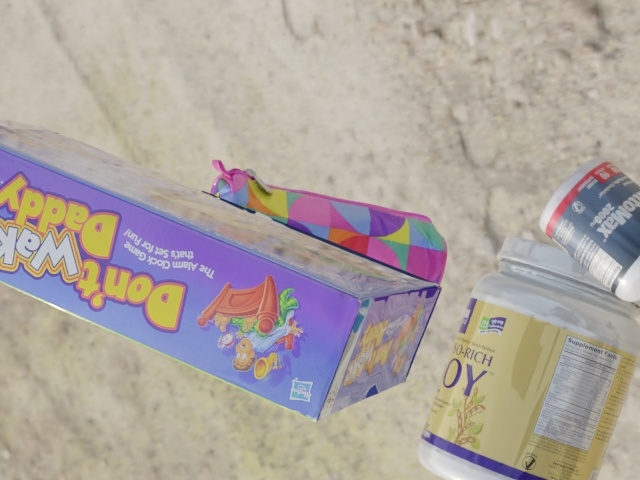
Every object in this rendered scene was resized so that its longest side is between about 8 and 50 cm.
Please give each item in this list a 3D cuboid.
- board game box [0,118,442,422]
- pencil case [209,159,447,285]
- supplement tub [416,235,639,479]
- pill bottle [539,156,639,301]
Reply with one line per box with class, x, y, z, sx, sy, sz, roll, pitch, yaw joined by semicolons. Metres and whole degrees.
board game box;-0.111;0.006;0.909;0.347;0.233;0.078;22;96;16
pencil case;0.000;0.000;1.259;0.104;0.236;0.104;-165;90;-71
supplement tub;0.290;0.183;1.801;0.241;0.241;0.331;17;87;44
pill bottle;0.338;0.003;1.461;0.180;0.108;0.108;43;131;21
